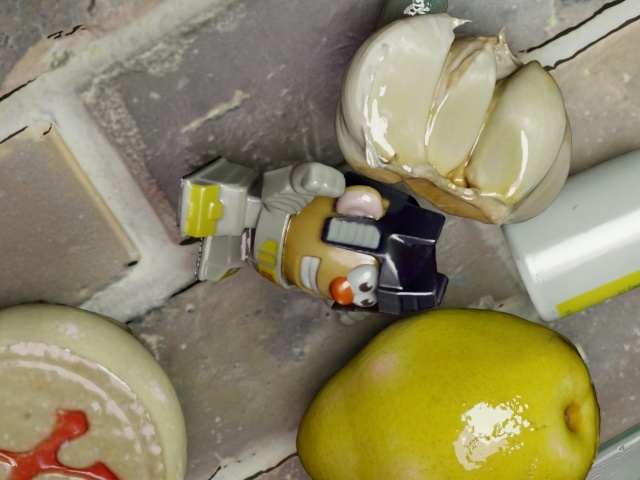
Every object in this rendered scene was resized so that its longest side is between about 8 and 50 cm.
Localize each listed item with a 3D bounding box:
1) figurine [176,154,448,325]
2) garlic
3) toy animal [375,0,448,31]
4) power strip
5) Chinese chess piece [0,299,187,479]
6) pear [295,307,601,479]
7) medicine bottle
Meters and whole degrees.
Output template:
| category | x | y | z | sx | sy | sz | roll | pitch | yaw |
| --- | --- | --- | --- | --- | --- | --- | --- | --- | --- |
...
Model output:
| category | x | y | z | sx | sy | sz | roll | pitch | yaw |
| --- | --- | --- | --- | --- | --- | --- | --- | --- | --- |
| figurine | 0.000 | -0.004 | 1.689 | 0.308 | 0.308 | 0.143 | 12 | 79 | -3 |
| garlic | 0.140 | -0.132 | 1.636 | 0.281 | 0.185 | 0.203 | 21 | 84 | -16 |
| toy animal | 0.129 | -0.278 | 1.688 | 0.079 | 0.070 | 0.253 | 31 | 99 | -29 |
| power strip | 0.394 | 0.240 | 1.848 | 0.253 | 0.027 | 0.060 | -31 | 102 | 9 |
| Chinese chess piece | -0.319 | 0.236 | 1.799 | 0.338 | 0.140 | 0.338 | 0 | 105 | 1 |
| pear | 0.139 | 0.200 | 1.731 | 0.336 | 0.285 | 0.285 | 13 | 108 | 28 |
| medicine bottle | 0.332 | -0.020 | 1.716 | 0.258 | 0.143 | 0.143 | -24 | 104 | 8 |
